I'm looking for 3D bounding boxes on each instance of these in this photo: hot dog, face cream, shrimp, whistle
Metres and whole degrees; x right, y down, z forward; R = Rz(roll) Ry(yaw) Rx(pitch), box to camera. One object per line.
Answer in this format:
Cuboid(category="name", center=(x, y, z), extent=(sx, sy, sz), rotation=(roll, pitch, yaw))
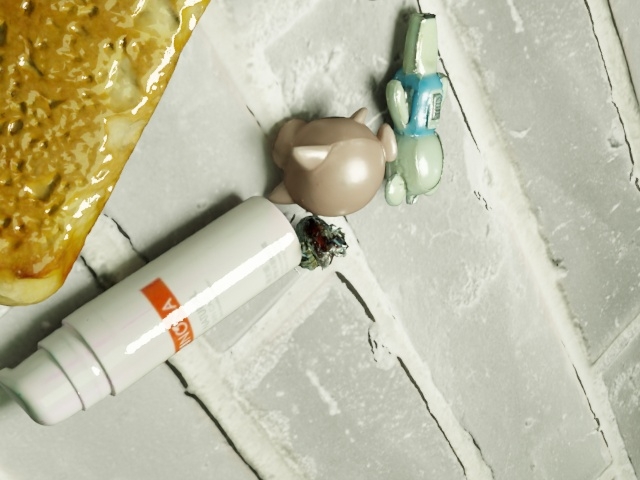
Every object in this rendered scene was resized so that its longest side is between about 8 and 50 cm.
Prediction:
Cuboid(category="hot dog", center=(-0.229, -0.153, 0.982), extent=(0.185, 0.223, 0.405), rotation=(28, 94, -13))
Cuboid(category="face cream", center=(-0.179, 0.078, 1.216), extent=(0.345, 0.102, 0.102), rotation=(-36, 130, -23))
Cuboid(category="shrimp", center=(-0.002, -0.004, 1.313), extent=(0.082, 0.174, 0.076), rotation=(-25, 89, -9))
Cuboid(category="whistle", center=(0.114, -0.158, 1.372), extent=(0.114, 0.077, 0.236), rotation=(-17, 115, -44))

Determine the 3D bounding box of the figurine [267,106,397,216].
Cuboid(category="figurine", center=(0.013, -0.088, 1.292), extent=(0.138, 0.125, 0.125), rotation=(-11, 118, -21))
